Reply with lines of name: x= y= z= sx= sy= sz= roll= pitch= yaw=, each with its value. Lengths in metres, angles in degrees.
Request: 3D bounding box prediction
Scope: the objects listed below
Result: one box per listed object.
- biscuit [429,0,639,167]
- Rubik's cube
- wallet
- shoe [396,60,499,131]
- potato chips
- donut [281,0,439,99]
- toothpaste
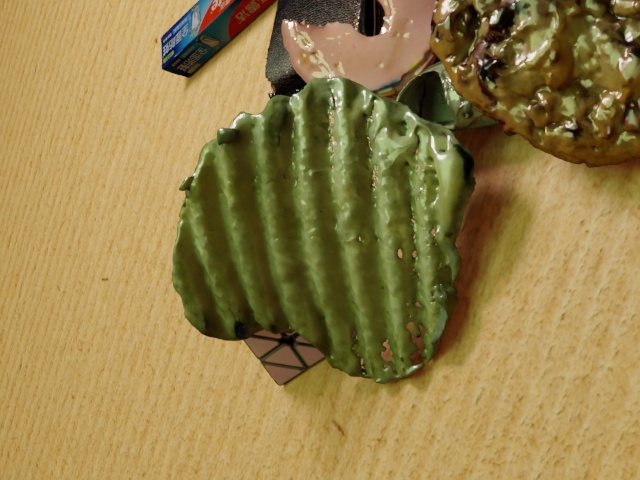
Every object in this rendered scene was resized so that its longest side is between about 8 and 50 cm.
biscuit: x=0.272 y=-0.239 z=1.063 sx=0.334 sy=0.081 sz=0.289 roll=29 pitch=101 yaw=26
Rubik's cube: x=-0.005 y=0.133 z=1.432 sx=0.178 sy=0.211 sz=0.190 roll=9 pitch=119 yaw=33
wallet: x=0.009 y=-0.352 z=1.542 sx=0.221 sy=0.071 sz=0.262 roll=-21 pitch=57 yaw=48
shoe: x=0.195 y=-0.183 z=1.206 sx=0.275 sy=0.098 sz=0.103 roll=-12 pitch=99 yaw=51
potato chips: x=0.003 y=-0.007 z=1.271 sx=0.373 sy=0.097 sz=0.389 roll=18 pitch=110 yaw=10
donut: x=0.076 y=-0.285 z=1.367 sx=0.233 sy=0.085 sz=0.199 roll=-42 pitch=77 yaw=9
toothpaste: x=-0.178 y=-0.404 z=1.796 sx=0.320 sy=0.066 sz=0.076 roll=-32 pitch=56 yaw=44
